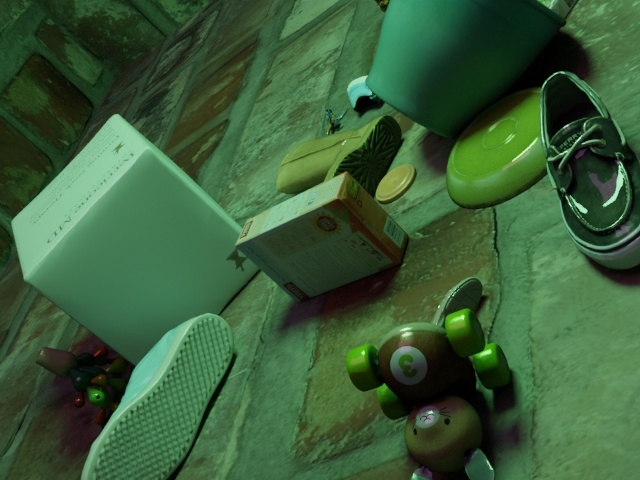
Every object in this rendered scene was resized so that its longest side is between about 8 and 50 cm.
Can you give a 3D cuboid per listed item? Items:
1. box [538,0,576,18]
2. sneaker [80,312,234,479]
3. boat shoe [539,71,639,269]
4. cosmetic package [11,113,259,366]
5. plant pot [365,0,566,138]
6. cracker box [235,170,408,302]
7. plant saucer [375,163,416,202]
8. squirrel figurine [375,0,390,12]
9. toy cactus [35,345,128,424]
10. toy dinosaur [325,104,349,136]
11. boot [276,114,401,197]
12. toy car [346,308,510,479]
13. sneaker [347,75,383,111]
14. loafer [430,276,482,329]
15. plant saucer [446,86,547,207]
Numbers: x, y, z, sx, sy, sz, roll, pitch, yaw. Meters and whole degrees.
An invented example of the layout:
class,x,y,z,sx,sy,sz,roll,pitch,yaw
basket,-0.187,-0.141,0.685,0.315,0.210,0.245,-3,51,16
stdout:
class,x,y,z,sx,sy,sz,roll,pitch,yaw
box,0.371,-0.421,1.643,0.114,0.036,0.207,-53,26,-15
sneaker,-0.276,0.285,1.509,0.150,0.135,0.366,-25,23,51
boat shoe,0.327,-0.096,1.140,0.121,0.119,0.335,-35,30,21
cosmetic package,-0.368,-0.002,1.814,0.329,0.327,0.394,-47,27,-3
plant pot,0.210,-0.317,1.487,0.255,0.272,0.271,-57,22,17
cracker box,0.000,0.000,1.452,0.232,0.156,0.067,-23,34,38
plant saucer,0.128,-0.100,1.569,0.083,0.013,0.083,-35,28,22
squirrel figurine,0.278,-0.647,1.927,0.370,0.281,0.397,-2,63,42
toy cactus,-0.458,0.258,1.759,0.112,0.180,0.219,-60,16,19
toy dinosaur,0.019,-0.257,1.935,0.090,0.047,0.082,-59,8,-3
boot,0.007,-0.122,1.709,0.269,0.089,0.236,-11,32,50
toy car,0.127,0.197,1.013,0.155,0.149,0.188,-23,44,21
sneaker,0.125,-0.308,1.845,0.162,0.063,0.073,-31,47,37
loafer,0.165,0.100,1.193,0.125,0.045,0.039,-57,21,-15
plant saucer,0.281,-0.152,1.388,0.241,0.037,0.241,-35,28,22
